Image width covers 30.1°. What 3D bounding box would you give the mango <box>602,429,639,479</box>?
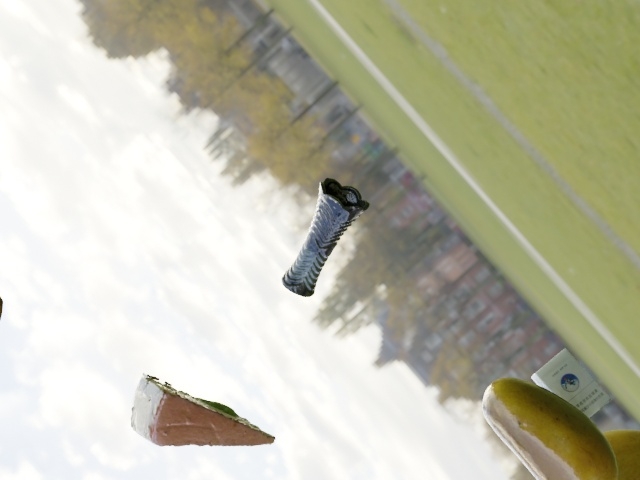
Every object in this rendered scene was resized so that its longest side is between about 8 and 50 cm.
[{"bbox_3d":[0.502,0.511,2.096,0.264,0.378,0.221,40,175,-18],"label":"mango"}]

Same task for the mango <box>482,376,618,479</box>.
[{"bbox_3d":[0.256,0.221,1.330,0.178,0.090,0.115,41,-169,7],"label":"mango"}]

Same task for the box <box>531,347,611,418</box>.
[{"bbox_3d":[0.305,0.180,1.448,0.083,0.054,0.024,49,166,16],"label":"box"}]

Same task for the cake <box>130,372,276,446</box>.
[{"bbox_3d":[-0.191,0.291,1.864,0.225,0.090,0.109,26,174,-32],"label":"cake"}]

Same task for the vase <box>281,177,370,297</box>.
[{"bbox_3d":[0.000,0.000,2.445,0.115,0.237,0.115,23,-156,-11],"label":"vase"}]

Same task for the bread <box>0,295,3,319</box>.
[{"bbox_3d":[-0.526,0.106,1.806,0.083,0.047,0.036,3,-175,-36],"label":"bread"}]
